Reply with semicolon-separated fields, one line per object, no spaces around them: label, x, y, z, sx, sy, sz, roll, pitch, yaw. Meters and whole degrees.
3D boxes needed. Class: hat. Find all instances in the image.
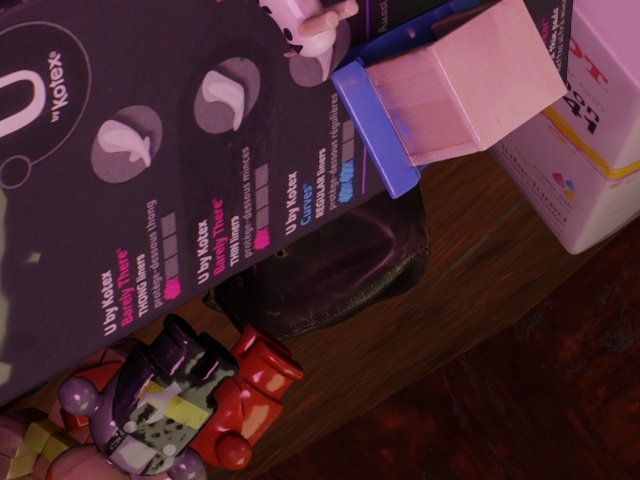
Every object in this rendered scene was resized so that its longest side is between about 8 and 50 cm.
hat;0.000;0.000;1.332;0.331;0.134;0.331;-27;166;-8

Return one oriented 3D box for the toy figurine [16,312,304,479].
toy figurine;-0.138;0.075;1.053;0.148;0.213;0.209;-50;168;7

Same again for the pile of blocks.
pile of blocks;-0.256;0.215;1.477;0.362;0.149;0.113;-38;169;18

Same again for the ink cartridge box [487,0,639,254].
ink cartridge box;0.123;-0.141;0.878;0.131;0.226;0.306;-35;168;-5

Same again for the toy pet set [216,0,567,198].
toy pet set;0.026;-0.081;0.534;0.122;0.114;0.065;-34;-167;-30

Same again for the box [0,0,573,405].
box;-0.058;-0.090;0.604;0.270;0.165;0.143;-30;138;-30
